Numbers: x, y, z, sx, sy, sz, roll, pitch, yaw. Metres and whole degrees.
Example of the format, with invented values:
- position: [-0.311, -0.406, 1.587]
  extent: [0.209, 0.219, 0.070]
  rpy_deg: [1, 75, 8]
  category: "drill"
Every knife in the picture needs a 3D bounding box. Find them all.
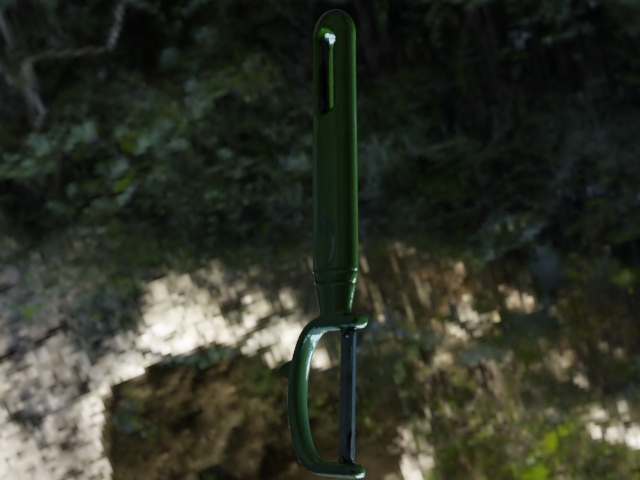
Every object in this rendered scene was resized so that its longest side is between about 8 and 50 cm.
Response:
- position: [0.001, 0.000, 0.681]
  extent: [0.015, 0.212, 0.054]
  rpy_deg: [6, 171, -40]
  category: "knife"
